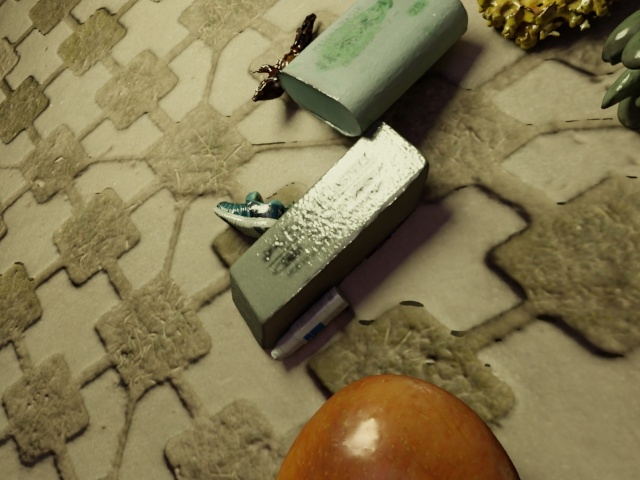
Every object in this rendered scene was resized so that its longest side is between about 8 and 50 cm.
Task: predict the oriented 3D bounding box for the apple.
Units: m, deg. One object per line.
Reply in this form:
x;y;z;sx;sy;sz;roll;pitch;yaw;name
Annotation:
0.067;0.276;0.430;0.272;0.206;0.251;-49;63;4;apple

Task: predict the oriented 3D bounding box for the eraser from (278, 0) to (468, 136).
0.072;-0.272;0.645;0.227;0.081;0.174;-46;60;-7;eraser

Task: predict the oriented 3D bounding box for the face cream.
-0.017;0.119;0.618;0.130;0.034;0.034;-43;60;7;face cream

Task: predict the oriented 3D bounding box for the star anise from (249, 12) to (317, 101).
-0.024;-0.284;0.739;0.157;0.054;0.212;37;72;18;star anise

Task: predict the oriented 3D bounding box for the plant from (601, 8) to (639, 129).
0.408;-0.250;0.467;0.275;0.146;0.149;-57;40;2;plant

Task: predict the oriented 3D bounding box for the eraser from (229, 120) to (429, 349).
0.000;0.000;0.623;0.352;0.077;0.111;-44;61;8;eraser

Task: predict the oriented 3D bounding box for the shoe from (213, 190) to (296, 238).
-0.109;-0.044;0.702;0.142;0.064;0.071;11;68;32;shoe

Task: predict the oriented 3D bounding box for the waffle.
0.306;-0.355;0.591;0.192;0.070;0.197;-5;74;25;waffle
